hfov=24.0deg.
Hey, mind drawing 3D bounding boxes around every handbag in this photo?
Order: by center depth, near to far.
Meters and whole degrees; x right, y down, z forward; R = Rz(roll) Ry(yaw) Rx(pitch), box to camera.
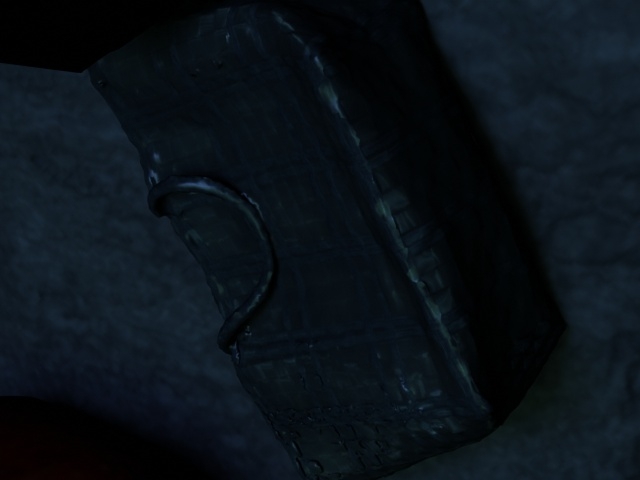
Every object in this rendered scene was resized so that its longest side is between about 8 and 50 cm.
[{"bbox_3d":[0.000,0.000,0.717,0.175,0.088,0.270,-16,105,40],"label":"handbag"}]

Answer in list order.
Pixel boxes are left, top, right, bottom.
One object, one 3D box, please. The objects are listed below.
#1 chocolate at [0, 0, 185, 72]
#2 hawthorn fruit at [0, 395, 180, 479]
[{"bbox_3d":[-0.135,-0.213,0.670,0.177,0.206,0.224,50,130,56],"label":"chocolate"},{"bbox_3d":[-0.181,0.238,0.785,0.265,0.307,0.265,14,116,29],"label":"hawthorn fruit"}]
